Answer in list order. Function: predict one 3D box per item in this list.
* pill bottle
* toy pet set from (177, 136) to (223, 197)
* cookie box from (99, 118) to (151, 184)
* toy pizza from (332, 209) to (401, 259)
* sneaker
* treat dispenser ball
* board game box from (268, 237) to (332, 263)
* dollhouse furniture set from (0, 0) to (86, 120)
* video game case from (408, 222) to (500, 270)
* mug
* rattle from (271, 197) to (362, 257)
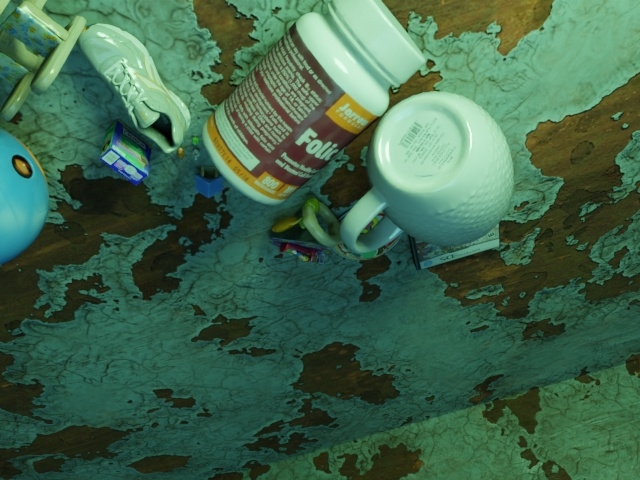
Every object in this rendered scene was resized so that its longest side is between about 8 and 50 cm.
[{"bbox_3d":[-0.017,-0.264,0.930,0.392,0.224,0.224,-39,129,25],"label":"pill bottle"},{"bbox_3d":[-0.252,-0.158,1.098,0.122,0.065,0.114,2,133,-13],"label":"toy pet set"},{"bbox_3d":[-0.392,-0.180,1.018,0.040,0.107,0.092,-33,132,18],"label":"cookie box"},{"bbox_3d":[0.124,-0.012,1.343,0.201,0.032,0.201,-6,135,-6],"label":"toy pizza"},{"bbox_3d":[-0.336,-0.274,0.928,0.099,0.121,0.262,-29,133,15],"label":"sneaker"},{"bbox_3d":[-0.664,-0.083,0.929,0.287,0.288,0.288,-6,135,-6],"label":"treat dispenser ball"},{"bbox_3d":[-0.055,0.032,1.278,0.168,0.033,0.133,7,167,20],"label":"board game box"},{"bbox_3d":[-0.517,-0.323,0.644,0.394,0.257,0.362,-12,145,38],"label":"dollhouse furniture set"},{"bbox_3d":[0.358,-0.046,1.356,0.248,0.035,0.275,-17,135,5],"label":"video game case"},{"bbox_3d":[0.193,-0.109,0.991,0.374,0.276,0.328,-42,161,12],"label":"mug"},{"bbox_3d":[0.000,0.000,1.255,0.142,0.130,0.199,-42,125,13],"label":"rattle"}]
